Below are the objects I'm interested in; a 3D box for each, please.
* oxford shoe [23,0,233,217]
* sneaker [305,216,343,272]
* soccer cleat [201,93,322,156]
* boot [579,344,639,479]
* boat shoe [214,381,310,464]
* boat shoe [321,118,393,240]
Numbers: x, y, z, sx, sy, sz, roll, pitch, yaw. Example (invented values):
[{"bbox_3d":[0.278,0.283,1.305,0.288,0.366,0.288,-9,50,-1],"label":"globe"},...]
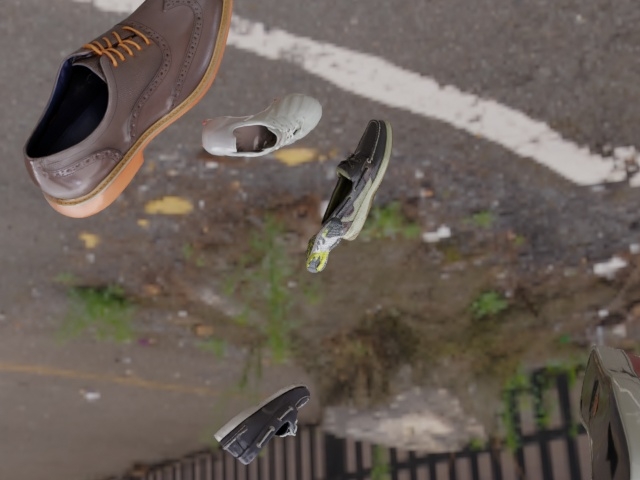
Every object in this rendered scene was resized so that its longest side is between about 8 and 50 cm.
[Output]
[{"bbox_3d":[-0.223,-0.202,1.467,0.130,0.364,0.133,22,162,22],"label":"oxford shoe"},{"bbox_3d":[0.000,0.000,1.533,0.031,0.035,0.083,12,124,-29],"label":"sneaker"},{"bbox_3d":[-0.063,-0.140,1.568,0.196,0.068,0.076,-19,-151,-39],"label":"soccer cleat"},{"bbox_3d":[0.292,0.150,0.918,0.176,0.088,0.244,11,-165,6],"label":"boot"},{"bbox_3d":[-0.068,0.255,1.704,0.075,0.065,0.206,-46,167,29],"label":"boat shoe"},{"bbox_3d":[0.062,-0.113,2.171,0.073,0.224,0.080,18,-179,-26],"label":"boat shoe"}]
